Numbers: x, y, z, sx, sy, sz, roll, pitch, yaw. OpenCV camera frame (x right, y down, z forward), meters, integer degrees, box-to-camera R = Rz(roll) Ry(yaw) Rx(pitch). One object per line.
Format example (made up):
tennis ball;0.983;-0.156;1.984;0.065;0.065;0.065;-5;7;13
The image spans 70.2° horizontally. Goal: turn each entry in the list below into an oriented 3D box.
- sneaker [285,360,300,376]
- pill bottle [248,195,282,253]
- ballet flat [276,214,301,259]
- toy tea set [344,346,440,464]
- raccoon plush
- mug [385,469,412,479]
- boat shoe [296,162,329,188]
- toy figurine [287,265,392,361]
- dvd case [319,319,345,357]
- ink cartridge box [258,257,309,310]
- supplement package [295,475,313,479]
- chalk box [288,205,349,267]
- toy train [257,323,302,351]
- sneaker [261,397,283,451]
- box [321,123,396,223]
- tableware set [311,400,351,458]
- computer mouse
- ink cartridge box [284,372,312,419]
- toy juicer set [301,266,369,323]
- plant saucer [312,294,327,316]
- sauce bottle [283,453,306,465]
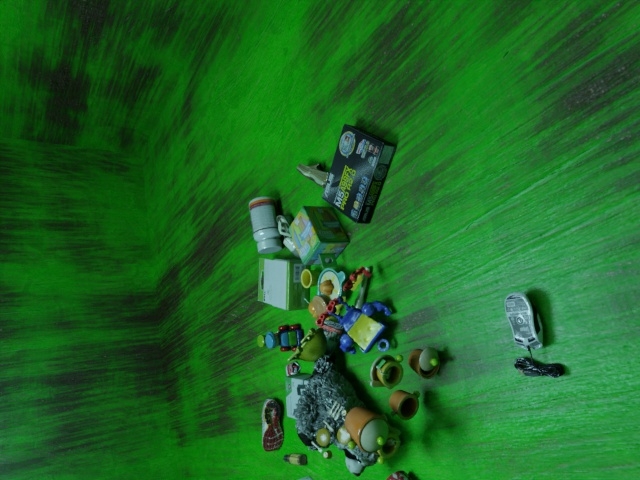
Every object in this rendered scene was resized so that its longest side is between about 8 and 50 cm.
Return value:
sneaker;-0.101;0.532;1.780;0.067;0.042;0.119;-51;48;44
pill bottle;-0.227;-0.064;1.903;0.121;0.121;0.221;-30;66;49
ballet flat;-0.126;-0.013;1.809;0.072;0.068;0.213;-50;51;40
toy tea set;0.204;0.421;1.181;0.336;0.200;0.124;-62;28;-8
raccoon plush;0.073;0.479;1.414;0.299;0.216;0.447;-22;74;43
mug;0.244;0.747;1.250;0.169;0.113;0.150;40;118;51
boat shoe;-0.013;-0.253;1.678;0.190;0.068;0.072;36;105;37
toy figurine;0.099;0.283;1.368;0.217;0.191;0.363;37;94;12
dvd case;0.022;0.322;1.511;0.087;0.013;0.119;12;54;35
ink cartridge box;-0.152;0.165;1.818;0.255;0.097;0.189;4;92;56
supplement package;-0.063;1.012;1.635;0.139;0.133;0.244;2;91;53
chalk box;0.000;0.000;1.586;0.132;0.132;0.213;-54;50;38
toy train;-0.191;0.397;1.820;0.248;0.143;0.105;-18;74;52
sneaker;-0.202;0.765;1.893;0.092;0.088;0.226;-168;81;-74
box;0.118;-0.219;1.492;0.216;0.060;0.270;41;121;46
tableware set;0.047;0.548;1.297;0.104;0.024;0.154;30;91;41
computer mouse;0.469;0.207;1.019;0.106;0.042;0.193;-20;78;56
ink cartridge box;-0.036;0.573;1.653;0.208;0.086;0.153;-13;79;52
toy juicer set;0.039;0.199;1.561;0.329;0.089;0.209;-8;83;53
plant saucer;-0.002;0.229;1.561;0.083;0.013;0.084;30;130;43
sauce bottle;-0.102;0.851;1.773;0.128;0.042;0.042;-27;68;52
